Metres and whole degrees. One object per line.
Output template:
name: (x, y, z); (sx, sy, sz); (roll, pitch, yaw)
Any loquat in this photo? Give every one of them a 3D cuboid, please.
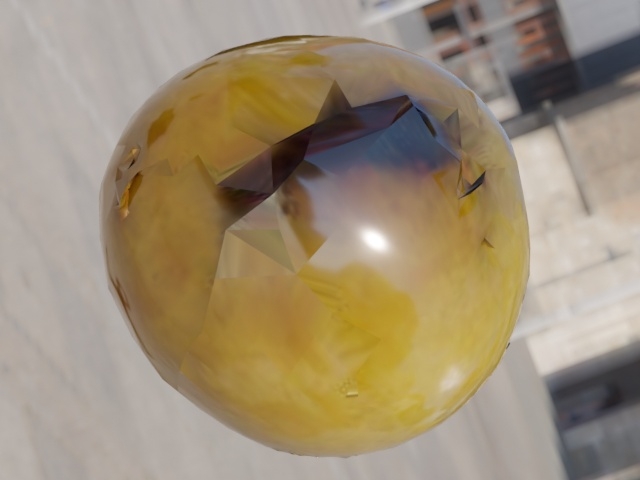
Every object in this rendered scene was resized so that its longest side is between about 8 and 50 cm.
loquat: (0.000, 0.000, 1.068); (0.235, 0.235, 0.235); (-21, 90, -85)
